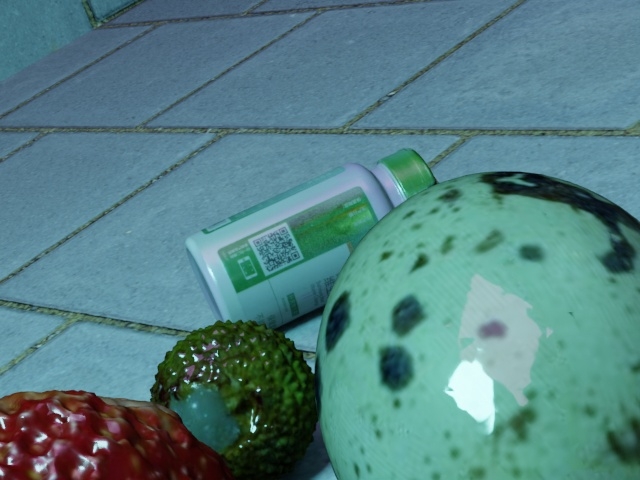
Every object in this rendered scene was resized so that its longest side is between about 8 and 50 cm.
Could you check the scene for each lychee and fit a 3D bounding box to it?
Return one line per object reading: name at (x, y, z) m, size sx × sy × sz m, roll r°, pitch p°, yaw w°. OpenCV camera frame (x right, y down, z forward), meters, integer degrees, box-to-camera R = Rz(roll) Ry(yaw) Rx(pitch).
lychee at (-0.077, 0.145, 1.301) m, size 0.171 × 0.171 × 0.171 m, roll -18°, pitch 23°, yaw 8°

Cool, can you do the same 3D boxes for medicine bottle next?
medicine bottle at (0.000, 0.000, 1.580) m, size 0.274 × 0.133 × 0.133 m, roll -26°, pitch 23°, yaw -9°

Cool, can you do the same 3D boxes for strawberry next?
strawberry at (-0.158, 0.234, 1.012) m, size 0.310 × 0.291 × 0.292 m, roll -14°, pitch 23°, yaw 32°

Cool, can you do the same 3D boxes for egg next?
egg at (0.139, 0.111, 1.019) m, size 0.287 × 0.287 × 0.379 m, roll -16°, pitch 37°, yaw 11°
